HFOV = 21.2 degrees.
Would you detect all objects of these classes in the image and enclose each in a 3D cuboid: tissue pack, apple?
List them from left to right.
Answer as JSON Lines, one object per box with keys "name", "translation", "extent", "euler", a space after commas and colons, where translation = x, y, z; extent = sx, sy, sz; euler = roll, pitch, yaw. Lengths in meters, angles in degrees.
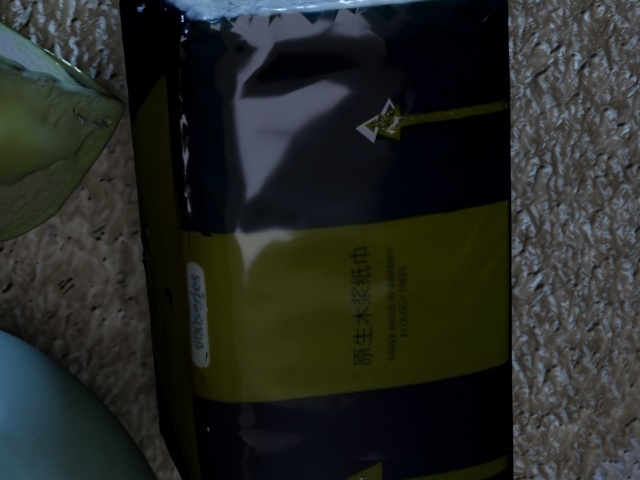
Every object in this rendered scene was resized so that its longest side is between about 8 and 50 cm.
{"name": "apple", "translation": [-0.287, -0.082, 1.233], "extent": [0.193, 0.120, 0.265], "euler": [-49, 147, 20]}
{"name": "tissue pack", "translation": [0.000, 0.000, 1.265], "extent": [0.253, 0.264, 0.417], "euler": [-9, 111, -12]}

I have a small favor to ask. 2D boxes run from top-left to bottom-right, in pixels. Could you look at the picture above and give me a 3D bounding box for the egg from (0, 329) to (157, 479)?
{"name": "egg", "translation": [-0.253, 0.229, 1.280], "extent": [0.276, 0.276, 0.389], "euler": [-31, 111, 0]}
